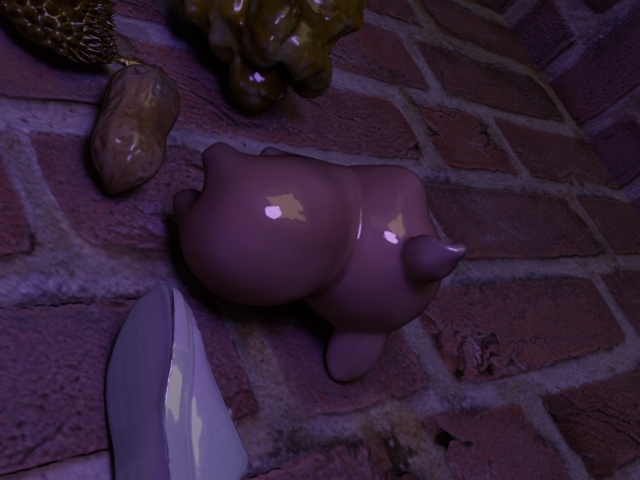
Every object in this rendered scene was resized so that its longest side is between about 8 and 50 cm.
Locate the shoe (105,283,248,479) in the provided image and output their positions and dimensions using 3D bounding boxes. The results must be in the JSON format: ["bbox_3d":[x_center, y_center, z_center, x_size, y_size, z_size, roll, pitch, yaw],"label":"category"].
[{"bbox_3d":[-0.120,0.168,0.825,0.110,0.095,0.265,31,40,-39],"label":"shoe"}]

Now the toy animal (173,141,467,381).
[{"bbox_3d":[0.000,0.000,1.059,0.269,0.237,0.326,50,33,19],"label":"toy animal"}]

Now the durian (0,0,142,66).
[{"bbox_3d":[-0.284,-0.263,1.076,0.208,0.102,0.146,39,26,-25],"label":"durian"}]

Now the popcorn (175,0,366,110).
[{"bbox_3d":[-0.062,-0.321,1.310,0.276,0.276,0.225,59,-9,16],"label":"popcorn"}]

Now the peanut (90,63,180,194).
[{"bbox_3d":[-0.208,-0.134,1.048,0.099,0.099,0.214,36,38,-23],"label":"peanut"}]
